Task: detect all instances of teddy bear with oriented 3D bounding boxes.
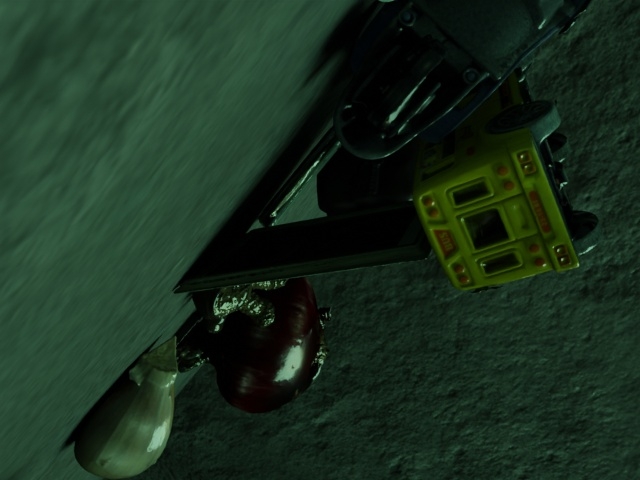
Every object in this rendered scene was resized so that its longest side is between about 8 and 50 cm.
[{"bbox_3d":[-0.116,0.064,0.957,0.160,0.078,0.119,6,109,-63],"label":"teddy bear"}]

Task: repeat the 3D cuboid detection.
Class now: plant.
[{"bbox_3d":[-0.211,0.190,1.389,0.174,0.087,0.085,-43,140,-47],"label":"plant"}]

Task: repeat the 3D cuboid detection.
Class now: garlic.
[{"bbox_3d":[-0.279,0.261,0.992,0.267,0.128,0.148,-37,176,39],"label":"garlic"}]

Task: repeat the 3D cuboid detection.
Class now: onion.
[{"bbox_3d":[-0.125,0.159,1.228,0.273,0.285,0.273,-175,-90,-82],"label":"onion"}]

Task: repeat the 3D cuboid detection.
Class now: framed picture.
[{"bbox_3d":[0.000,0.000,0.798,0.274,0.016,0.216,-10,-165,19],"label":"framed picture"}]

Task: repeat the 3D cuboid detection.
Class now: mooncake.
[{"bbox_3d":[0.134,-0.076,1.027,0.283,0.283,0.141,125,-37,-80],"label":"mooncake"}]

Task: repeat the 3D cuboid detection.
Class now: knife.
[{"bbox_3d":[-0.024,-0.076,0.918,0.162,0.023,0.044,-49,175,19],"label":"knife"}]

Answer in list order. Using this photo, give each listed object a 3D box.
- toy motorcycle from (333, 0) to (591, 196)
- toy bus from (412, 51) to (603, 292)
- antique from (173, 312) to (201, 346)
[{"bbox_3d":[0.128,-0.185,0.619,0.358,0.125,0.212,-47,180,-17],"label":"toy motorcycle"},{"bbox_3d":[0.181,-0.088,0.751,0.152,0.144,0.330,-21,-158,20],"label":"toy bus"},{"bbox_3d":[-0.253,0.189,1.129,0.192,0.015,0.031,-49,179,1],"label":"antique"}]
